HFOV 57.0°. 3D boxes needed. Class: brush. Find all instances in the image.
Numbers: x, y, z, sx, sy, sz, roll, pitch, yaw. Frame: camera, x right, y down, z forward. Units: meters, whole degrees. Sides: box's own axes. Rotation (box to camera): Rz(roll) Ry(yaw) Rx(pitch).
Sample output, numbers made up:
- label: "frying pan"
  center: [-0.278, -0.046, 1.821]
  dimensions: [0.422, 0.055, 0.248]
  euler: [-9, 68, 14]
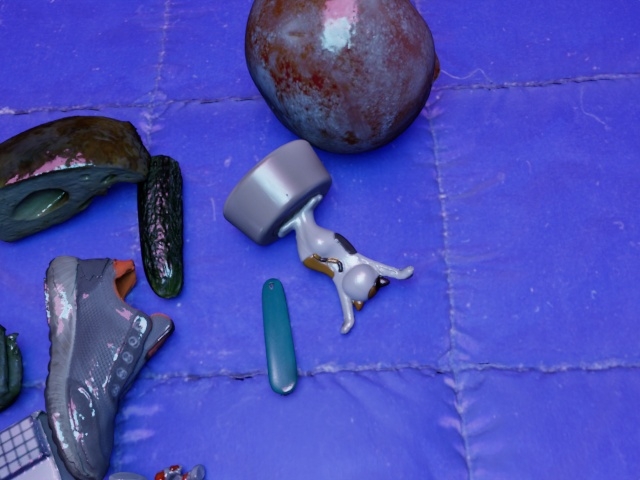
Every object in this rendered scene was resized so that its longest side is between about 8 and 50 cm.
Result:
- label: "brush"
  center: [-0.063, 0.144, 0.893]
  dimensions: [0.043, 0.032, 0.193]
  euler: [-13, 54, 2]

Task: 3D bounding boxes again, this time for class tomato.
- label: "tomato"
  center: [0.034, -0.295, 0.932]
  dimensions: [0.283, 0.316, 0.316]
  euler: [-34, 68, -1]

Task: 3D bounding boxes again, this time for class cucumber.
- label: "cucumber"
  center: [-0.256, -0.020, 0.950]
  dimensions: [0.075, 0.074, 0.241]
  euler: [-8, 66, 0]

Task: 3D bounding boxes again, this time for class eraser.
- label: "eraser"
  center: [-0.471, 0.358, 0.786]
  dimensions: [0.287, 0.086, 0.130]
  euler: [-29, 66, -9]

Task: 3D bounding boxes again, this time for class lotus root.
- label: "lotus root"
  center: [-0.448, -0.119, 0.940]
  dimensions: [0.314, 0.142, 0.210]
  euler: [-33, 55, -4]

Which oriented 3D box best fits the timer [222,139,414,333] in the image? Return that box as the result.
- label: "timer"
  center: [0.000, 0.000, 0.898]
  dimensions: [0.175, 0.175, 0.266]
  euler: [-40, 82, -14]

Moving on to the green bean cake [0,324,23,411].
- label: "green bean cake"
  center: [-0.539, 0.185, 0.793]
  dimensions: [0.223, 0.227, 0.125]
  euler: [-23, 62, -6]

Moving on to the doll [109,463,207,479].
- label: "doll"
  center: [-0.240, 0.350, 0.787]
  dimensions: [0.180, 0.079, 0.094]
  euler: [-12, 89, -17]

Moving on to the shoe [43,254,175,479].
- label: "shoe"
  center: [-0.293, 0.166, 0.851]
  dimensions: [0.171, 0.132, 0.336]
  euler: [-10, 62, -11]
